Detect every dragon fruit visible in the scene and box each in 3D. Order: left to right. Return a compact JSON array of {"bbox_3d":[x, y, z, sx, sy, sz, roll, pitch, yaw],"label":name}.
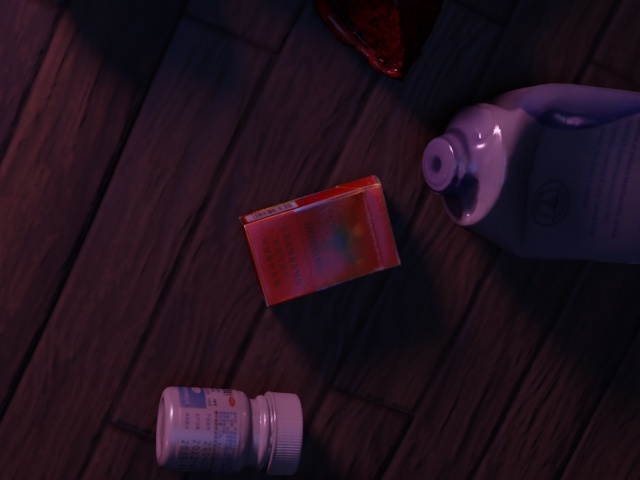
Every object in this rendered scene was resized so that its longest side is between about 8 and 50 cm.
[{"bbox_3d":[0.076,-0.280,1.463,0.127,0.120,0.161,-45,150,-23],"label":"dragon fruit"}]

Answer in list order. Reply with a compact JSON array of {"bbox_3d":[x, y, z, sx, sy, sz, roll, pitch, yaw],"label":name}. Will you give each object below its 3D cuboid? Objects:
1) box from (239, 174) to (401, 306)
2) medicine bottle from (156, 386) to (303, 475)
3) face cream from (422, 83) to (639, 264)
[{"bbox_3d":[0.000,0.000,1.540,0.175,0.048,0.112,-16,107,-7],"label":"box"},{"bbox_3d":[-0.112,0.233,1.555,0.168,0.105,0.105,5,105,-14],"label":"medicine bottle"},{"bbox_3d":[0.318,-0.082,1.572,0.420,0.137,0.235,3,104,-25],"label":"face cream"}]
